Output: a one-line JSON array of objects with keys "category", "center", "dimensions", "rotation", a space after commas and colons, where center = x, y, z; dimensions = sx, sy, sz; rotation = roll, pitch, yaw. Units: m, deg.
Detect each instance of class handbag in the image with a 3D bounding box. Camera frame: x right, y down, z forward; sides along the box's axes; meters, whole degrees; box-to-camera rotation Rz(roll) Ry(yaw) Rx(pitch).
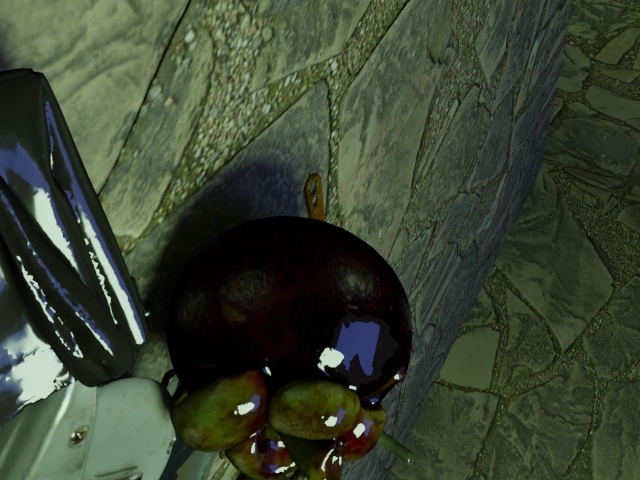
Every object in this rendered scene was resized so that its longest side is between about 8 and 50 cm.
[{"category": "handbag", "center": [-0.259, 0.046, 0.340], "dimensions": [0.285, 0.113, 0.257], "rotation": [-41, 123, -42]}]

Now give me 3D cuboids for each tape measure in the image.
[{"category": "tape measure", "center": [-0.266, 0.233, 0.540], "dimensions": [0.258, 0.130, 0.265], "rotation": [-66, 155, -5]}]

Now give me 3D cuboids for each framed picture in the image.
[{"category": "framed picture", "center": [-0.213, 0.311, 0.834], "dimensions": [0.192, 0.018, 0.266], "rotation": [2, 109, -62]}]

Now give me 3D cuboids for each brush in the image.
[{"category": "brush", "center": [0.000, 0.000, 0.982], "dimensions": [0.090, 0.017, 0.315], "rotation": [-52, 151, -33]}]

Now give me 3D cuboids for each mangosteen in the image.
[{"category": "mangosteen", "center": [-0.037, 0.136, 0.652], "dimensions": [0.307, 0.306, 0.347], "rotation": [84, 2, -46]}]

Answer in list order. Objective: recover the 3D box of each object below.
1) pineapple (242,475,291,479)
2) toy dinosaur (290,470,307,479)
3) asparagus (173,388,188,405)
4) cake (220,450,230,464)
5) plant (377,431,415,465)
[{"category": "pineapple", "center": [-0.156, 0.623, 1.088], "dimensions": [0.310, 0.141, 0.170], "rotation": [-61, 180, 5]}, {"category": "toy dinosaur", "center": [-0.054, 0.631, 1.368], "dimensions": [0.212, 0.057, 0.142], "rotation": [-55, 164, -20]}, {"category": "asparagus", "center": [-0.204, 0.239, 0.749], "dimensions": [0.249, 0.025, 0.024], "rotation": [-53, -167, -25]}, {"category": "cake", "center": [-0.128, 0.397, 1.048], "dimensions": [0.184, 0.116, 0.080], "rotation": [22, 87, -33]}, {"category": "plant", "center": [0.071, 0.406, 1.262], "dimensions": [0.305, 0.296, 0.262], "rotation": [35, 45, -49]}]
